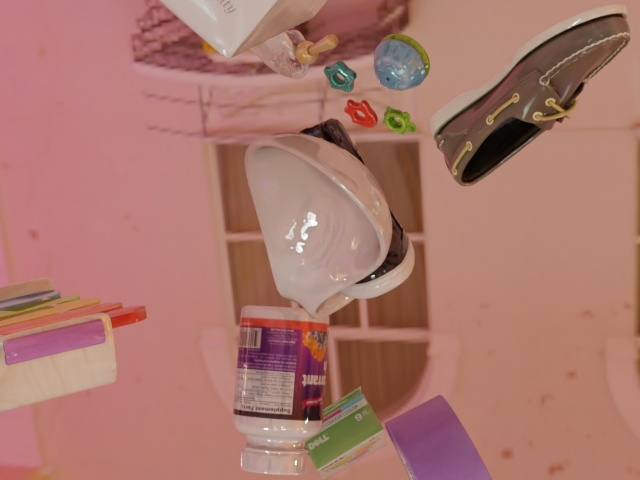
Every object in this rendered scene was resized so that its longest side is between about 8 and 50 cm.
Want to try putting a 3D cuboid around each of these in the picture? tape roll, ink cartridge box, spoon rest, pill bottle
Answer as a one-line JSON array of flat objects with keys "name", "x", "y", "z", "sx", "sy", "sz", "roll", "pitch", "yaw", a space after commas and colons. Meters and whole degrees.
[{"name": "tape roll", "x": 0.155, "y": 0.289, "z": 1.384, "sx": 0.080, "sy": 0.189, "sz": 0.189, "roll": -26, "pitch": -158, "yaw": -3}, {"name": "ink cartridge box", "x": 0.030, "y": 0.274, "z": 1.595, "sx": 0.109, "sy": 0.062, "sz": 0.209, "roll": -30, "pitch": 163, "yaw": -6}, {"name": "spoon rest", "x": 0.000, "y": 0.000, "z": 0.949, "sx": 0.137, "sy": 0.276, "sz": 0.084, "roll": 33, "pitch": -107, "yaw": 16}, {"name": "pill bottle", "x": -0.048, "y": 0.177, "z": 1.356, "sx": 0.108, "sy": 0.194, "sz": 0.108, "roll": 4, "pitch": 175, "yaw": 0}]

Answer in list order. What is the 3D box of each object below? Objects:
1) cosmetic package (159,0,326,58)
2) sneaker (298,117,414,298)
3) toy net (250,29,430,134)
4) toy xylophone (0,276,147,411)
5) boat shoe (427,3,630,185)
[{"name": "cosmetic package", "x": -0.060, "y": -0.275, "z": 0.843, "sx": 0.156, "sy": 0.217, "sz": 0.385, "roll": -47, "pitch": -177, "yaw": 17}, {"name": "sneaker", "x": 0.013, "y": -0.039, "z": 1.014, "sx": 0.079, "sy": 0.121, "sz": 0.217, "roll": -29, "pitch": -156, "yaw": 2}, {"name": "toy net", "x": 0.018, "y": -0.208, "z": 1.370, "sx": 0.232, "sy": 0.122, "sz": 0.045, "roll": 21, "pitch": -128, "yaw": 21}, {"name": "toy xylophone", "x": -0.326, "y": 0.110, "z": 1.171, "sx": 0.236, "sy": 0.081, "sz": 0.322, "roll": -14, "pitch": -169, "yaw": -30}, {"name": "boat shoe", "x": 0.251, "y": -0.167, "z": 1.338, "sx": 0.109, "sy": 0.091, "sz": 0.305, "roll": -2, "pitch": 157, "yaw": -40}]
